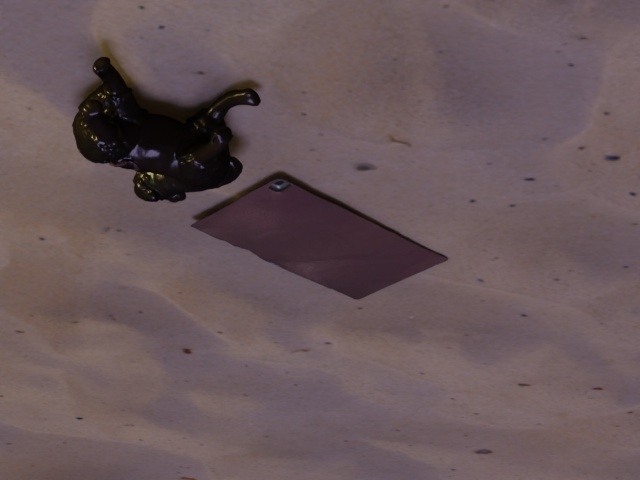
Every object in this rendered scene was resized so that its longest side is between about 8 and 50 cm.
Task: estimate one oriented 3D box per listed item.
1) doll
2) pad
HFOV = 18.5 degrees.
[{"bbox_3d":[-0.120,-0.070,1.444,0.139,0.057,0.165,10,155,-15],"label":"doll"},{"bbox_3d":[0.000,0.000,1.600,0.187,0.006,0.113,25,144,-35],"label":"pad"}]
